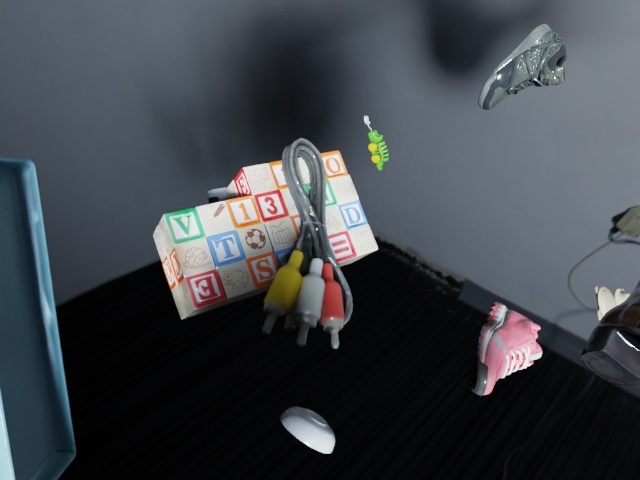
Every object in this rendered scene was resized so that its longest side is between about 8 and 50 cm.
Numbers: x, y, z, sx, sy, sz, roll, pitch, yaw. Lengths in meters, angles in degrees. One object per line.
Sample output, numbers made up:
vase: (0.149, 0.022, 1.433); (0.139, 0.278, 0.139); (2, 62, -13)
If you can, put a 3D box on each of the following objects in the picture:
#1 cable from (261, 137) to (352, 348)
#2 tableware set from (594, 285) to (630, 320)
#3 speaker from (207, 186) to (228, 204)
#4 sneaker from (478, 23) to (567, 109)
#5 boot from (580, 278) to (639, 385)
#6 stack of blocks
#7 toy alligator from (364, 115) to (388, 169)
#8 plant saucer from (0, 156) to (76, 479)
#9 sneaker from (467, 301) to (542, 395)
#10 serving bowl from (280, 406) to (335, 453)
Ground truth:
cable: (0.000, 0.000, 0.635); (0.072, 0.139, 0.288); (-22, 55, 52)
tableware set: (0.505, 0.146, 0.809); (0.020, 0.168, 0.141); (-26, 65, 49)
speaker: (-0.153, -0.018, 0.810); (0.055, 0.055, 0.136); (-7, 90, 55)
sneaker: (0.492, -0.387, 1.164); (0.227, 0.087, 0.130); (-45, 65, 24)
boot: (0.444, 0.033, 0.529); (0.096, 0.280, 0.264); (39, 164, 11)
stack of blocks: (-0.081, -0.017, 0.713); (0.087, 0.297, 0.171); (-34, 76, 58)
toy alligator: (0.191, -0.324, 1.604); (0.051, 0.056, 0.190); (-1, 117, 37)
plant saucer: (-0.171, 0.050, 0.271); (0.067, 0.018, 0.192); (-113, 20, -82)
sneaker: (0.422, 0.240, 1.084); (0.136, 0.314, 0.116); (17, 119, 23)
serving bowl: (-0.013, 0.251, 0.657); (0.083, 0.027, 0.083); (33, 176, 3)
